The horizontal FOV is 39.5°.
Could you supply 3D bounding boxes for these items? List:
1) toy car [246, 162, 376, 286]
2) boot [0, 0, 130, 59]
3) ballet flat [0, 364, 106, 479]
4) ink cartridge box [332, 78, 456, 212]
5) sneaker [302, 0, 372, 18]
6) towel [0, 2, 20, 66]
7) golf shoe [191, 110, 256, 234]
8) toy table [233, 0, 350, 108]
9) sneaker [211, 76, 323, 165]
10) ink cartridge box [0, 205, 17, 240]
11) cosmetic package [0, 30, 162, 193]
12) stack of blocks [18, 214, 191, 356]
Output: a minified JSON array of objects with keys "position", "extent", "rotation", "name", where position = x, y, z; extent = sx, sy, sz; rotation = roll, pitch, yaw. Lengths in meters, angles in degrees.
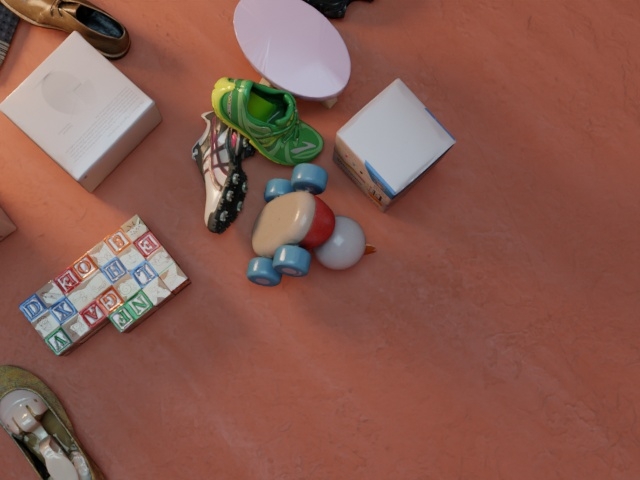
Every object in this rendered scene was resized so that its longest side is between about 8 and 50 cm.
[{"position":[0.000,0.000,1.823],"extent":[0.237,0.210,0.219],"rotation":[23,65,-27],"name":"toy car"},{"position":[-0.537,-0.489,1.856],"extent":[0.305,0.115,0.112],"rotation":[26,81,-8],"name":"boot"},{"position":[-0.545,0.386,1.748],"extent":[0.123,0.123,0.349],"rotation":[-37,85,-7],"name":"ballet flat"},{"position":[0.141,-0.184,1.806],"extent":[0.168,0.233,0.171],"rotation":[-42,86,-6],"name":"ink cartridge box"},{"position":[-0.002,-0.530,1.919],"extent":[0.283,0.107,0.124],"rotation":[-23,89,-6],"name":"sneaker"},{"position":[-0.774,-0.533,1.837],"extent":[0.324,0.056,0.312],"rotation":[22,83,-34],"name":"towel"},{"position":[-0.212,-0.146,1.863],"extent":[0.120,0.105,0.273],"rotation":[8,75,14],"name":"golf shoe"},{"position":[-0.062,-0.382,1.863],"extent":[0.252,0.161,0.274],"rotation":[-37,84,-7],"name":"toy table"},{"position":[-0.089,-0.234,1.799],"extent":[0.123,0.295,0.110],"rotation":[2,72,43],"name":"sneaker"},{"position":[-0.814,0.016,1.706],"extent":[0.384,0.279,0.160],"rotation":[-40,86,-7],"name":"ink cartridge box"},{"position":[-0.488,-0.260,1.835],"extent":[0.224,0.138,0.224],"rotation":[42,82,5],"name":"cosmetic package"},{"position":[-0.432,0.109,1.808],"extent":[0.297,0.087,0.171],"rotation":[-38,85,-7],"name":"stack of blocks"}]
